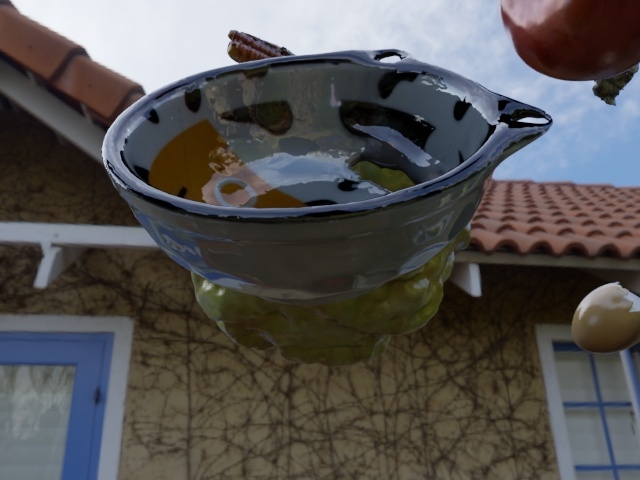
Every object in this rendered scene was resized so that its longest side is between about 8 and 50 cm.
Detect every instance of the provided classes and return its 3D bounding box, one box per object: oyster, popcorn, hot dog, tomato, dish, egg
[{"bbox_3d":[0.417,-0.275,0.845,0.064,0.125,0.177,-1,-29,23],"label":"oyster"},{"bbox_3d":[0.008,0.011,0.735,0.334,0.293,0.292,-36,-8,7],"label":"popcorn"},{"bbox_3d":[-0.083,-0.287,0.949,0.144,0.062,0.038,26,-21,-15],"label":"hot dog"},{"bbox_3d":[0.252,-0.243,0.542,0.136,0.195,0.195,-3,-23,-13],"label":"tomato"},{"bbox_3d":[-0.004,-0.043,0.445,0.303,0.303,0.120,-3,-56,0],"label":"dish"},{"bbox_3d":[0.360,0.101,0.746,0.080,0.080,0.096,21,-70,-43],"label":"egg"}]
